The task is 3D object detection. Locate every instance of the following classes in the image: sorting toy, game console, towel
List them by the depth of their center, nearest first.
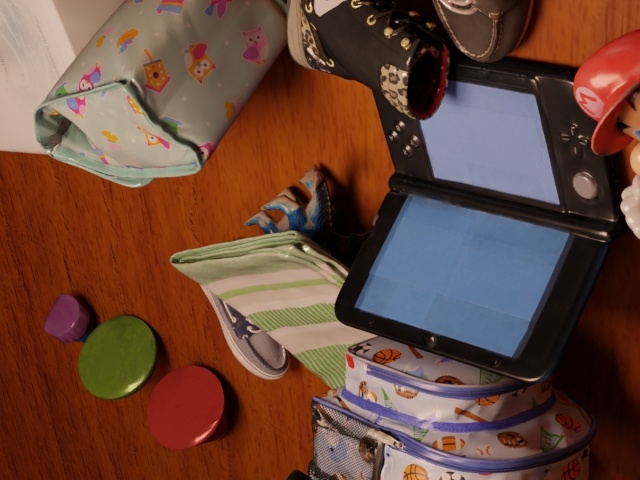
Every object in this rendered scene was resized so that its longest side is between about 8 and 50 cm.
[{"bbox_3d":[0.132,-0.035,1.656,0.293,0.173,0.250,15,133,43],"label":"game console"},{"bbox_3d":[0.011,0.101,1.948,0.325,0.038,0.248,39,152,-28],"label":"towel"},{"bbox_3d":[-0.253,0.200,2.478,0.365,0.127,0.126,31,173,34],"label":"sorting toy"}]

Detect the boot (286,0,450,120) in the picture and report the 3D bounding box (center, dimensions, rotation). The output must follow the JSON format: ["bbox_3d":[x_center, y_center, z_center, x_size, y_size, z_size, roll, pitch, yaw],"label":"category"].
[{"bbox_3d":[0.045,-0.239,1.622,0.178,0.085,0.236,34,142,36],"label":"boot"}]

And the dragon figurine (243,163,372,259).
[{"bbox_3d":[0.000,0.000,1.936,0.144,0.085,0.289,50,153,-1],"label":"dragon figurine"}]

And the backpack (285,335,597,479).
[{"bbox_3d":[0.148,0.201,1.735,0.263,0.276,0.213,28,126,39],"label":"backpack"}]

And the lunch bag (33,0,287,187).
[{"bbox_3d":[-0.180,-0.182,1.841,0.160,0.223,0.262,44,153,-24],"label":"lunch bag"}]

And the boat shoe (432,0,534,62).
[{"bbox_3d":[0.126,-0.282,1.486,0.112,0.095,0.335,32,143,29],"label":"boat shoe"}]

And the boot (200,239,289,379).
[{"bbox_3d":[-0.088,0.091,2.155,0.190,0.069,0.086,57,151,-5],"label":"boot"}]

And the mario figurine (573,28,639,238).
[{"bbox_3d":[0.340,-0.051,1.371,0.320,0.170,0.198,31,109,16],"label":"mario figurine"}]

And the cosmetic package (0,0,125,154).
[{"bbox_3d":[-0.323,-0.228,2.038,0.224,0.138,0.224,7,128,38],"label":"cosmetic package"}]
